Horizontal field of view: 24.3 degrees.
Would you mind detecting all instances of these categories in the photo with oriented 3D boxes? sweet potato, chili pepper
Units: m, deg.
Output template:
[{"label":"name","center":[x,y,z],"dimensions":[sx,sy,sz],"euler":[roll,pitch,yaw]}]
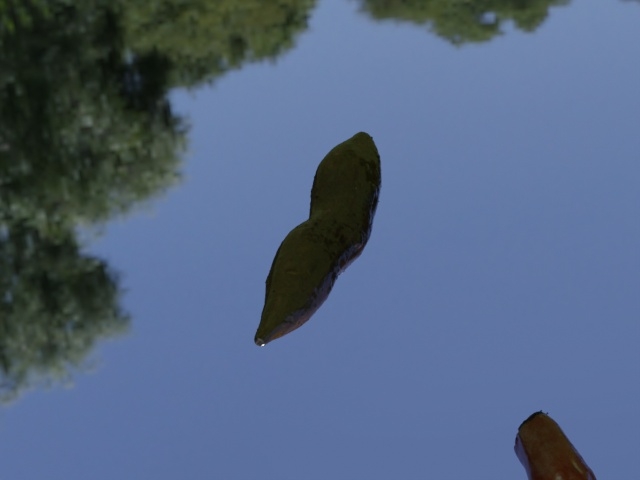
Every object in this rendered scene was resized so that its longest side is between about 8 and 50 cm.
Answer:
[{"label":"sweet potato","center":[0.003,0.002,1.126],"dimensions":[0.051,0.065,0.218],"euler":[-22,-147,45]},{"label":"chili pepper","center":[0.312,0.311,1.913],"dimensions":[0.086,0.084,0.192],"euler":[-2,-133,-35]}]
